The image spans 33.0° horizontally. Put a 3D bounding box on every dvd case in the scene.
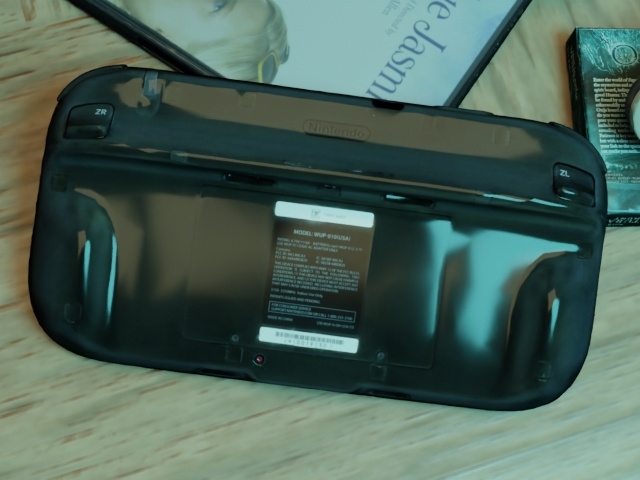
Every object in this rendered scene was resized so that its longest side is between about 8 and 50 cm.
[{"bbox_3d":[-0.013,-0.159,0.677,0.253,0.022,0.180,33,73,6],"label":"dvd case"}]

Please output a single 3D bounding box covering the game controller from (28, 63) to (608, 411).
[{"bbox_3d":[0.000,0.000,0.603,0.319,0.067,0.166,8,97,-2],"label":"game controller"}]

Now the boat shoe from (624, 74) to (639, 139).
[{"bbox_3d":[0.262,-0.120,0.650,0.206,0.075,0.065,-30,34,-7],"label":"boat shoe"}]

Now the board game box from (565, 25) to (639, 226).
[{"bbox_3d":[0.250,-0.071,0.668,0.186,0.026,0.126,0,72,-4],"label":"board game box"}]
